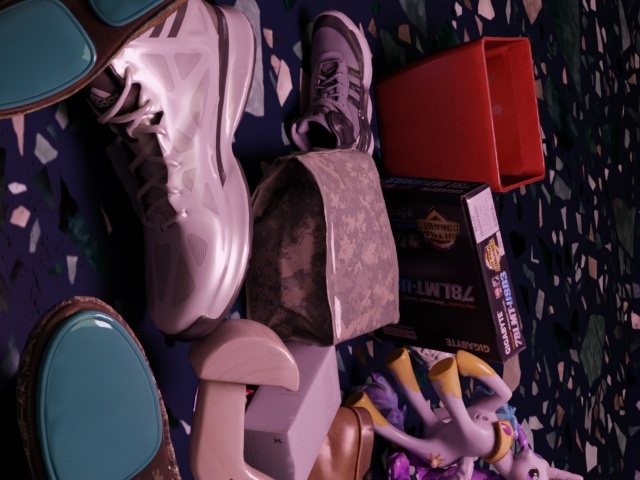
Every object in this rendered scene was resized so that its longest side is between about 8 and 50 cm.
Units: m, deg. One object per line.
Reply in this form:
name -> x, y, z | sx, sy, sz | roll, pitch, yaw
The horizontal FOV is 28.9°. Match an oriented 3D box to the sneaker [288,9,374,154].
sneaker -> 0.015, -0.230, 1.982 | 0.153, 0.101, 0.268 | -29, 114, -63

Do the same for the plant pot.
plant pot -> 0.248, -0.221, 2.280 | 0.267, 0.236, 0.267 | -17, 100, -61

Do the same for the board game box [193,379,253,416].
board game box -> -0.118, 0.245, 1.734 | 0.168, 0.033, 0.133 | 61, 36, -38

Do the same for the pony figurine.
pony figurine -> 0.209, 0.347, 2.071 | 0.363, 0.351, 0.302 | 49, 38, -21

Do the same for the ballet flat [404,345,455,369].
ballet flat -> 0.225, 0.042, 2.322 | 0.147, 0.147, 0.408 | 51, 43, -47

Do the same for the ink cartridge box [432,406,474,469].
ink cartridge box -> 0.255, 0.411, 2.342 | 0.104, 0.060, 0.180 | -88, 170, -84

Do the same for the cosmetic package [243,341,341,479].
cosmetic package -> -0.041, 0.249, 1.783 | 0.231, 0.086, 0.117 | -57, 144, -57

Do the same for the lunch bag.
lunch bag -> 0.000, 0.000, 1.852 | 0.235, 0.169, 0.286 | -12, 101, -62

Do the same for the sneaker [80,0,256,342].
sneaker -> -0.221, -0.108, 1.512 | 0.258, 0.169, 0.447 | 16, 70, -46

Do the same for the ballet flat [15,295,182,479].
ballet flat -> -0.234, 0.261, 1.371 | 0.164, 0.182, 0.482 | -35, 119, -26

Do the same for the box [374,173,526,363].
box -> 0.181, 0.042, 2.052 | 0.073, 0.296, 0.293 | -27, 112, -36

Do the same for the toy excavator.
toy excavator -> -0.061, 0.375, 1.588 | 0.445, 0.222, 0.433 | 34, 94, -22

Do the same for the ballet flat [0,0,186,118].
ballet flat -> -0.257, -0.238, 1.347 | 0.123, 0.349, 0.123 | 54, -6, 9

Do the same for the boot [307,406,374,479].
boot -> 0.005, 0.406, 1.907 | 0.115, 0.112, 0.305 | 6, 84, -31
